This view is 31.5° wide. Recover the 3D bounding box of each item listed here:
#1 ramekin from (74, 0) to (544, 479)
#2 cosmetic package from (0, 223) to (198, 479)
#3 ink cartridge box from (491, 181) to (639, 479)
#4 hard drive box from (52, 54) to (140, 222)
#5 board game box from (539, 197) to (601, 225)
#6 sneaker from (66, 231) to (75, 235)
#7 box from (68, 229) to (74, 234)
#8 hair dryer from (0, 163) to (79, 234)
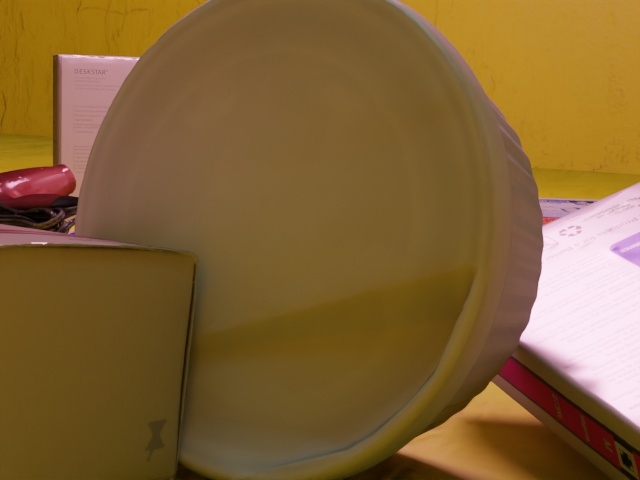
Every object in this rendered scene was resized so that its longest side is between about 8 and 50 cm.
[{"bbox_3d":[0.000,0.000,0.643,0.273,0.272,0.127,8,-3,32],"label":"ramekin"},{"bbox_3d":[-0.230,0.048,0.613,0.296,0.129,0.153,8,1,31],"label":"cosmetic package"},{"bbox_3d":[0.217,0.064,0.609,0.176,0.069,0.371,-23,21,-13],"label":"ink cartridge box"},{"bbox_3d":[-0.282,-0.142,1.594,0.181,0.232,0.089,0,9,-18],"label":"hard drive box"},{"bbox_3d":[0.301,0.014,1.181,0.308,0.086,0.302,2,9,-2],"label":"board game box"},{"bbox_3d":[-0.179,0.026,0.920,0.146,0.102,0.293,1,8,0],"label":"sneaker"},{"bbox_3d":[-0.175,-0.002,1.203,0.186,0.038,0.145,-21,22,-40],"label":"box"},{"bbox_3d":[-0.326,-0.019,1.221,0.224,0.080,0.293,-7,21,3],"label":"hair dryer"}]
